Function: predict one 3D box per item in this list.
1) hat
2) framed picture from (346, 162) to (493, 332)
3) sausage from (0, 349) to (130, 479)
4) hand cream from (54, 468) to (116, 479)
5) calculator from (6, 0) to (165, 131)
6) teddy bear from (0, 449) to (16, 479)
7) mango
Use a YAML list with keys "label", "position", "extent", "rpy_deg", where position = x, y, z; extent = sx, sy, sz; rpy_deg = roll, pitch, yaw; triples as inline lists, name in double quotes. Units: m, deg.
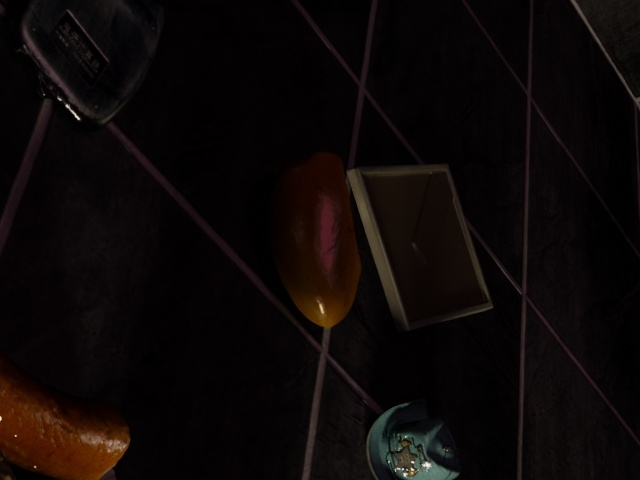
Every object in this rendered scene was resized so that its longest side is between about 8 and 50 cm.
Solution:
- label: "hat"
  position: [0.135, 0.268, 1.881]
  extent: [0.191, 0.078, 0.138]
  rpy_deg: [6, 68, -60]
- label: "framed picture"
  position: [0.151, 0.003, 2.152]
  extent: [0.324, 0.020, 0.241]
  rpy_deg: [-9, 80, -62]
- label: "sausage"
  position: [-0.271, 0.127, 1.252]
  extent: [0.302, 0.076, 0.103]
  rpy_deg: [43, 33, -42]
- label: "hand cream"
  position: [-0.177, 0.317, 1.335]
  extent: [0.080, 0.050, 0.234]
  rpy_deg: [-2, 67, -57]
- label: "calculator"
  position: [-0.247, -0.229, 1.582]
  extent: [0.177, 0.040, 0.268]
  rpy_deg: [52, 37, -26]
- label: "teddy bear"
  position: [-0.312, 0.169, 1.070]
  extent: [0.256, 0.156, 0.267]
  rpy_deg: [33, 15, -43]
- label: "mango"
  position: [-0.006, 0.001, 1.792]
  extent: [0.141, 0.102, 0.217]
  rpy_deg: [61, 20, -71]
